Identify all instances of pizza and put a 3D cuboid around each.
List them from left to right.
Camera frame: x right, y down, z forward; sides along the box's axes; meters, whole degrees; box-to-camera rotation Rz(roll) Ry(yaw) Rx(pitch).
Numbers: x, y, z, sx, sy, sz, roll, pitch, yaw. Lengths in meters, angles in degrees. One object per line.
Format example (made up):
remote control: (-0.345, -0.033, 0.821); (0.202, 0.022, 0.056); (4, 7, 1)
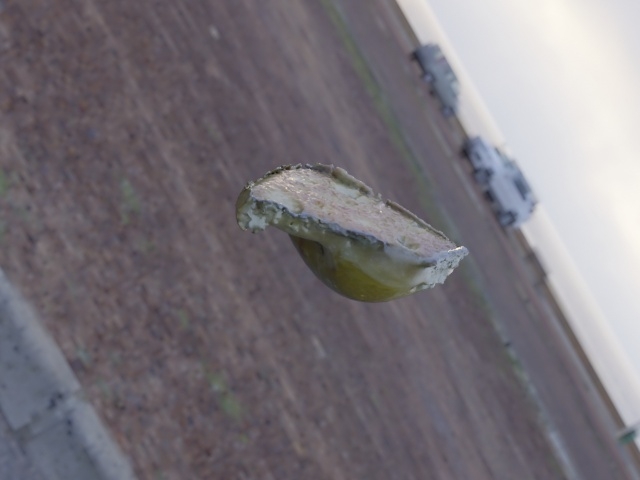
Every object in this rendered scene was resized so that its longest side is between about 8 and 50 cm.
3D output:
pizza: (0.009, 0.003, 1.329); (0.188, 0.081, 0.204); (30, 17, 20)
